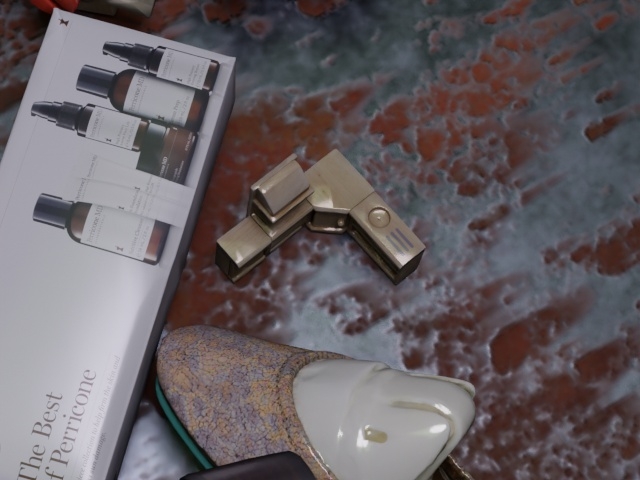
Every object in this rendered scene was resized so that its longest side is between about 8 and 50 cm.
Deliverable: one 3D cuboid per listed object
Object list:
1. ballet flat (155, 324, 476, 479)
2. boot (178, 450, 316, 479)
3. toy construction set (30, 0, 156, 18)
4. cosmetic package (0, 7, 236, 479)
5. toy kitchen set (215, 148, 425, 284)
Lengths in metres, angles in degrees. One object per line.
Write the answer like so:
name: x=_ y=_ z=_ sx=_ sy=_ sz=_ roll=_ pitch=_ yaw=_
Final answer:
ballet flat: x=0.060 y=0.130 z=0.742 sx=0.316 sy=0.106 sz=0.107 roll=43 pitch=31 yaw=5
boot: x=-0.098 y=0.244 z=0.612 sx=0.280 sy=0.096 sz=0.264 roll=-18 pitch=93 yaw=-20
toy construction set: x=-0.052 y=-0.258 z=0.864 sx=0.215 sy=0.151 sz=0.328 roll=27 pitch=75 yaw=-21
cosmetic package: x=-0.120 y=0.012 z=0.770 sx=0.098 sy=0.060 sz=0.239 roll=14 pitch=72 yaw=2
toy kitchen set: x=0.000 y=0.000 z=0.813 sx=0.083 sy=0.068 sz=0.075 roll=-38 pitch=77 yaw=-17
